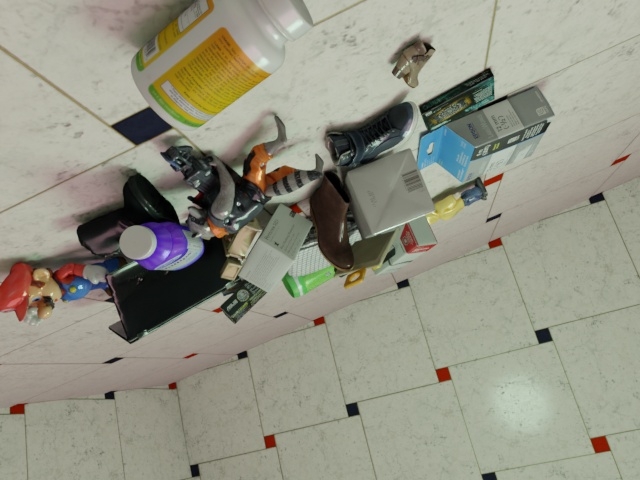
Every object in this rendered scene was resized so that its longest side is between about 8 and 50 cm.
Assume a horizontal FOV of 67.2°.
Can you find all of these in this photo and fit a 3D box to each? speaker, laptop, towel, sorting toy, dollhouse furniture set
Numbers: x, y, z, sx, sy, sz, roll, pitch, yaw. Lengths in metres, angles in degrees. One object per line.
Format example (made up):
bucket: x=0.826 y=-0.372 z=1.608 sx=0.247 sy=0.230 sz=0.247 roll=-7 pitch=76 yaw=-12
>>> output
speaker: x=0.000 y=0.101 z=1.840 sx=0.297 sy=0.131 sz=0.131 roll=-29 pitch=165 yaw=-17
laptop: x=-0.463 y=0.108 z=1.463 sx=0.382 sy=0.236 sz=0.408 roll=-29 pitch=-163 yaw=-32
towel: x=0.000 y=0.000 z=1.683 sx=0.284 sy=0.121 sz=0.235 roll=-21 pitch=156 yaw=-14
sorting toy: x=0.148 y=0.049 z=1.488 sx=0.196 sy=0.047 sz=0.347 roll=-22 pitch=-158 yaw=39
dollhouse furniture set: x=-0.282 y=-0.006 z=1.331 sx=0.161 sy=0.101 sz=0.182 roll=18 pitch=116 yaw=-29

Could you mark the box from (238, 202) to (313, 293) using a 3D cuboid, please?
box: x=-0.133 y=0.023 z=1.418 sx=0.182 sy=0.119 sz=0.181 roll=-53 pitch=-171 yaw=42

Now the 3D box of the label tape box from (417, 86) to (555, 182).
label tape box: x=0.469 y=-0.280 z=1.419 sx=0.348 sy=0.115 sz=0.249 roll=-24 pitch=162 yaw=1

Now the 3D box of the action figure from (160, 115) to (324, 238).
action figure: x=-0.178 y=-0.118 z=1.057 sx=0.330 sy=0.178 sz=0.341 roll=-37 pitch=162 yaw=13

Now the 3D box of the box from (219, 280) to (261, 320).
box: x=-0.257 y=0.195 z=1.843 sx=0.270 sy=0.060 sz=0.216 roll=-44 pitch=172 yaw=-15

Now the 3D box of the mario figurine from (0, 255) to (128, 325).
mario figurine: x=-0.652 y=0.141 z=1.241 sx=0.321 sy=0.170 sz=0.198 roll=-11 pitch=119 yaw=-50

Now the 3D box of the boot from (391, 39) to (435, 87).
boot: x=0.200 y=-0.363 z=0.991 sx=0.087 sy=0.042 sz=0.118 roll=-42 pitch=161 yaw=29

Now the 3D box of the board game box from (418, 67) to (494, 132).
board game box: x=0.347 y=-0.348 z=1.218 sx=0.186 sy=0.026 sz=0.126 roll=-26 pitch=162 yaw=14

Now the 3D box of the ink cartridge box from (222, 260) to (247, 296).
ink cartridge box: x=-0.321 y=0.143 z=1.817 sx=0.104 sy=0.061 sz=0.181 roll=-17 pitch=161 yaw=-21

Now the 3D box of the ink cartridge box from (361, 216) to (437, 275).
ink cartridge box: x=0.290 y=-0.008 z=1.859 sx=0.114 sy=0.197 sz=0.273 roll=-7 pitch=157 yaw=-34

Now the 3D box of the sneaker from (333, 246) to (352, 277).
sneaker: x=0.079 y=0.080 z=1.674 sx=0.118 sy=0.083 sz=0.222 roll=-36 pitch=156 yaw=19

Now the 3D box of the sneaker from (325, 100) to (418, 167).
sneaker: x=0.113 y=-0.248 z=1.143 sx=0.163 sy=0.086 sz=0.226 roll=-9 pitch=160 yaw=-41

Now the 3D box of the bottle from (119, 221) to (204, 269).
bottle: x=-0.349 y=0.013 z=1.067 sx=0.118 sy=0.092 sz=0.283 roll=-30 pitch=176 yaw=0

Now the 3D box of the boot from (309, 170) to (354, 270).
boot: x=0.044 y=-0.050 z=1.377 sx=0.090 sy=0.248 sz=0.207 roll=-21 pitch=161 yaw=-23

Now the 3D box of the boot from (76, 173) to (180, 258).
boot: x=-0.449 y=-0.043 z=1.079 sx=0.207 sy=0.094 sz=0.246 roll=-24 pitch=168 yaw=-5

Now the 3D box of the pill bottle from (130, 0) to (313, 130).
pill bottle: x=-0.137 y=-0.277 z=0.691 sx=0.246 sy=0.136 sz=0.136 roll=-29 pitch=161 yaw=21

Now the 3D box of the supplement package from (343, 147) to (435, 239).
supplement package: x=0.177 y=-0.118 z=1.342 sx=0.175 sy=0.177 sz=0.293 roll=-22 pitch=179 yaw=-1

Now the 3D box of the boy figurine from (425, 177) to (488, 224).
boy figurine: x=0.512 y=-0.140 z=1.905 sx=0.285 sy=0.092 sz=0.177 roll=-24 pitch=162 yaw=10
